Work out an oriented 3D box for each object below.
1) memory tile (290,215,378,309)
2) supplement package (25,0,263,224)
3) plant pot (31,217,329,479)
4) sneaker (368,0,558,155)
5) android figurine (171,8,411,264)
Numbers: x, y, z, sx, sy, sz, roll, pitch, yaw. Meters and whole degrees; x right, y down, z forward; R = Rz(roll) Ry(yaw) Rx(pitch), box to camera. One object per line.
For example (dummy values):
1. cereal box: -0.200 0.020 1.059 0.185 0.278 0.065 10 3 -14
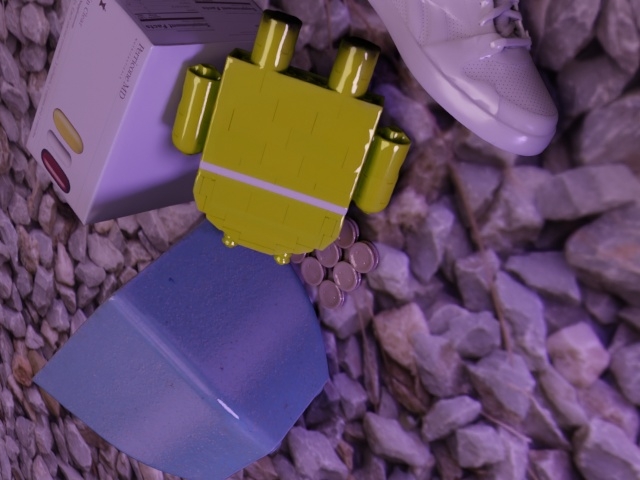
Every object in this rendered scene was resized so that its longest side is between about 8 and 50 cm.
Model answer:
1. memory tile: 0.000 0.000 0.987 0.148 0.012 0.113 52 130 19
2. supplement package: -0.198 -0.173 0.985 0.145 0.204 0.262 48 129 21
3. plant pot: -0.141 0.146 1.010 0.252 0.248 0.247 48 131 -3
4. sneaker: 0.141 -0.229 0.726 0.292 0.108 0.169 56 135 17
5. android figurine: -0.036 -0.096 0.882 0.248 0.056 0.272 17 118 -1
